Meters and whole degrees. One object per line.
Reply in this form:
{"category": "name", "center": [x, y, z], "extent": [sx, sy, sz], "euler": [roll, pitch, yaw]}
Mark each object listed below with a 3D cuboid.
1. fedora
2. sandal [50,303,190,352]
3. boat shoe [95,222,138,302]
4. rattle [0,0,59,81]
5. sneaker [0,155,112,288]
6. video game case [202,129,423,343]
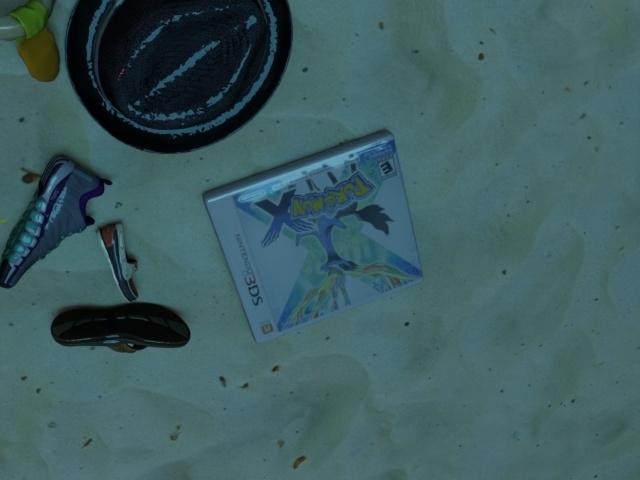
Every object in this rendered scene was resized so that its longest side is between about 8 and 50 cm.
{"category": "fedora", "center": [-0.182, -0.256, 0.995], "extent": [0.333, 0.152, 0.334], "euler": [-7, 117, -14]}
{"category": "sandal", "center": [-0.326, 0.155, 1.188], "extent": [0.219, 0.090, 0.060], "euler": [-2, 132, -18]}
{"category": "boat shoe", "center": [-0.315, 0.037, 1.155], "extent": [0.043, 0.049, 0.137], "euler": [-20, 114, -10]}
{"category": "rattle", "center": [-0.450, -0.307, 0.957], "extent": [0.199, 0.143, 0.130], "euler": [12, 79, -6]}
{"category": "sneaker", "center": [-0.400, -0.011, 1.086], "extent": [0.098, 0.083, 0.224], "euler": [25, 104, -31]}
{"category": "video game case", "center": [0.000, 0.000, 1.242], "extent": [0.328, 0.036, 0.300], "euler": [-20, 119, -8]}
